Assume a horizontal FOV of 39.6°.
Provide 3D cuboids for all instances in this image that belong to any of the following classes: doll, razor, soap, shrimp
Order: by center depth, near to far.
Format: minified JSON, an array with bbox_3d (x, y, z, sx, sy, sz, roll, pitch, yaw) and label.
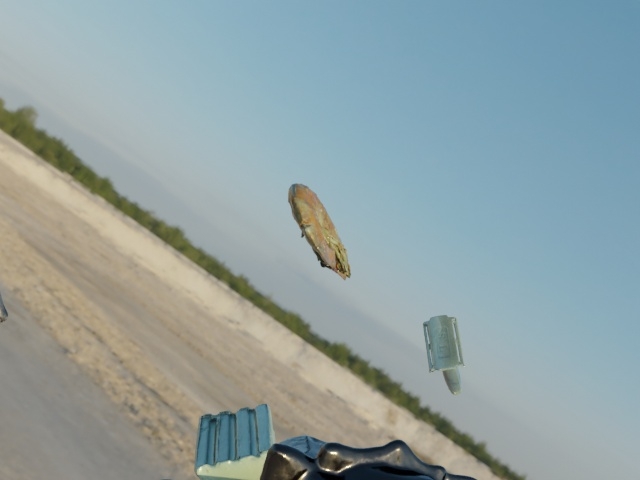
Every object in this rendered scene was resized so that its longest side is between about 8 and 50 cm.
[{"bbox_3d":[0.060,0.180,0.575,0.249,0.088,0.127,23,-25,-37],"label":"doll"},{"bbox_3d":[0.152,0.148,1.042,0.040,0.068,0.135,-10,-35,11],"label":"razor"},{"bbox_3d":[0.000,0.000,1.096,0.190,0.042,0.101,58,14,-53],"label":"shrimp"},{"bbox_3d":[-0.119,0.302,1.271,0.198,0.115,0.063,-117,-162,-80],"label":"soap"}]

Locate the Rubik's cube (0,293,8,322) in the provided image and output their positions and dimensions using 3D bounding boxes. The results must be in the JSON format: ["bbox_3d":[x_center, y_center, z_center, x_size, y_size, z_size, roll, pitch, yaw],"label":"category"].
[{"bbox_3d":[-0.721,0.011,1.436,0.310,0.305,0.307,11,-66,57],"label":"Rubik's cube"}]

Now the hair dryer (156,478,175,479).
[{"bbox_3d":[-0.092,0.353,1.112,0.279,0.090,0.135,5,-2,-26],"label":"hair dryer"}]
